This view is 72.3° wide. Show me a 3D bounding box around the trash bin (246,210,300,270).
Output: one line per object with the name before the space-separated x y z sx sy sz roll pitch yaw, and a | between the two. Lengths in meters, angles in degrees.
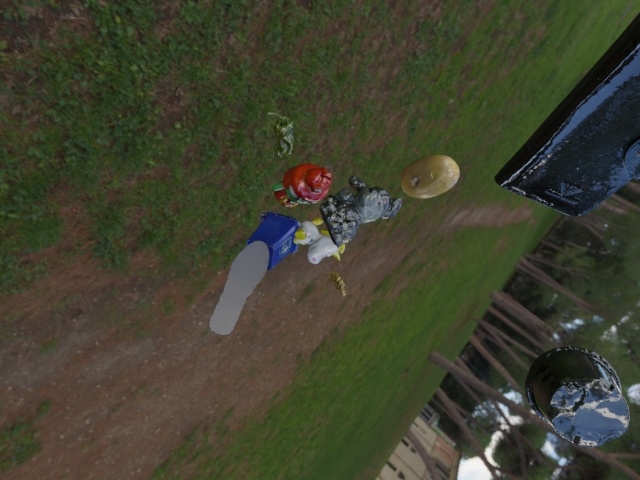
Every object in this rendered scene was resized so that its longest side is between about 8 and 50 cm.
trash bin | -0.200 0.000 1.723 0.234 0.184 0.163 -53 157 -55

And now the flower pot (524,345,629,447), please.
flower pot | 0.445 0.273 0.751 0.157 0.157 0.107 -55 171 11

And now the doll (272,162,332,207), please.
doll | -0.059 -0.230 1.785 0.182 0.363 0.160 20 77 -29

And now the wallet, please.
wallet | 0.404 -0.154 0.600 0.318 0.172 0.045 121 -8 -49

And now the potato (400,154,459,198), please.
potato | 0.425 -0.245 1.713 0.146 0.233 0.150 21 63 -47

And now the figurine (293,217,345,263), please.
figurine | -0.004 0.006 1.440 0.129 0.178 0.109 -39 162 -14

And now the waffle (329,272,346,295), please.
waffle | 0.056 0.137 1.366 0.016 0.078 0.085 -28 127 -17

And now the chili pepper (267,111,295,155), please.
chili pepper | -0.108 -0.327 1.331 0.073 0.072 0.204 -46 170 -16

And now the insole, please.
insole | -0.249 0.141 1.363 0.322 0.109 0.007 -67 -167 -19

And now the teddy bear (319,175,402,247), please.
teddy bear | 0.102 -0.108 1.279 0.251 0.171 0.144 -36 158 -9
